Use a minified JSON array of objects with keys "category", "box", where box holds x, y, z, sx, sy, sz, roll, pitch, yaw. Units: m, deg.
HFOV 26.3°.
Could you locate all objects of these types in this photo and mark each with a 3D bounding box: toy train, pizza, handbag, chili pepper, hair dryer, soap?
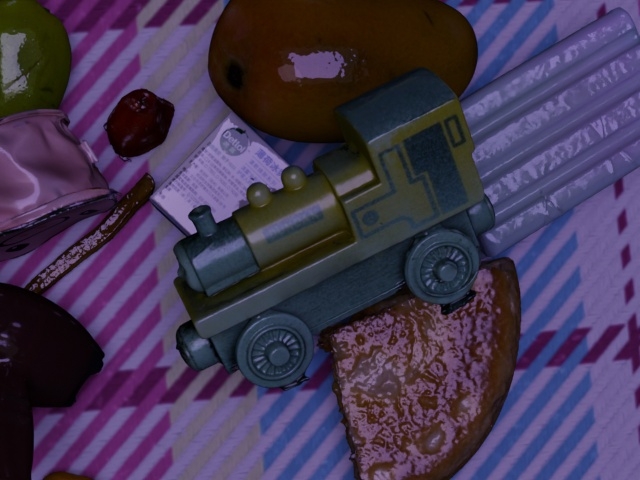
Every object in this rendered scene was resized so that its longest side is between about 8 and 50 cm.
[{"category":"toy train","box":[0.000,0.000,1.426,0.369,0.150,0.237,-27,119,-6]},{"category":"pizza","box":[0.104,0.147,1.563,0.226,0.086,0.336,28,84,-2]},{"category":"handbag","box":[-0.335,-0.054,1.488,0.205,0.179,0.116,-26,85,18]},{"category":"chili pepper","box":[-0.197,-0.138,1.510,0.065,0.169,0.088,43,82,-4]},{"category":"hair dryer","box":[-0.362,0.162,1.387,0.312,0.340,0.123,24,120,-30]},{"category":"soap","box":[0.263,-0.122,1.588,0.289,0.095,0.173,-32,89,-7]}]

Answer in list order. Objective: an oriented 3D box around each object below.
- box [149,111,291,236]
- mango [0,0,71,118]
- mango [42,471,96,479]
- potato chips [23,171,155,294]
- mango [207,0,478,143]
[{"category":"box","box":[-0.079,-0.030,1.562,0.194,0.073,0.139,43,85,-2]},{"category":"mango","box":[-0.340,-0.194,1.546,0.117,0.089,0.163,-5,99,-13]},{"category":"mango","box":[-0.275,0.292,1.543,0.089,0.046,0.060,32,82,10]},{"category":"potato chips","box":[-0.263,0.000,1.565,0.204,0.037,0.026,-42,81,-1]},{"category":"mango","box":[0.033,-0.204,1.528,0.317,0.211,0.173,-5,127,-16]}]
